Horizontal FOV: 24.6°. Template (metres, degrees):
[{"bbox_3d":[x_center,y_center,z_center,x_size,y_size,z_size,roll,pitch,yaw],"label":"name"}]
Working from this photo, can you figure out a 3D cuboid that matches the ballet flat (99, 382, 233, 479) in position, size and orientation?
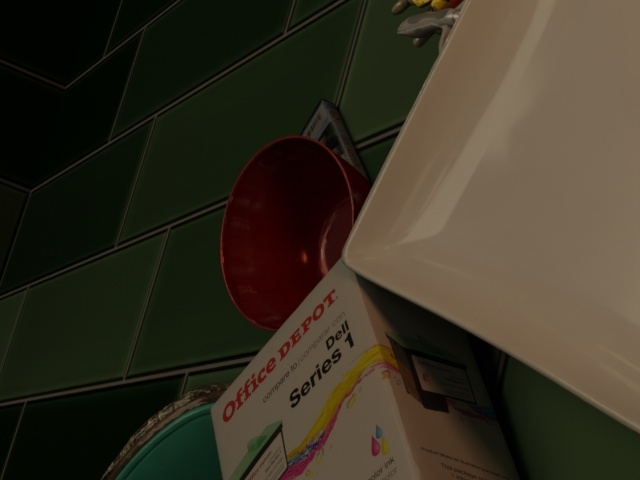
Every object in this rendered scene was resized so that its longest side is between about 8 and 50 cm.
[{"bbox_3d":[-0.173,0.335,1.435,0.182,0.164,0.483,-83,17,-80],"label":"ballet flat"}]

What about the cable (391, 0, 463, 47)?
[{"bbox_3d":[0.169,-0.286,1.318,0.287,0.072,0.139,-51,34,34],"label":"cable"}]

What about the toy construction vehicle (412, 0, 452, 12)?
[{"bbox_3d":[0.133,-0.215,1.298,0.098,0.035,0.086,43,112,29],"label":"toy construction vehicle"}]

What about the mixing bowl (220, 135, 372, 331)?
[{"bbox_3d":[0.000,0.000,1.366,0.181,0.098,0.182,-12,73,45],"label":"mixing bowl"}]

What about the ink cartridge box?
[{"bbox_3d":[0.032,0.179,1.096,0.201,0.117,0.278,-49,35,27],"label":"ink cartridge box"}]

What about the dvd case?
[{"bbox_3d":[-0.011,-0.020,1.539,0.180,0.022,0.253,-59,25,22],"label":"dvd case"}]

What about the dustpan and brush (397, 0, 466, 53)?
[{"bbox_3d":[0.132,-0.183,1.226,0.147,0.060,0.211,-57,17,-18],"label":"dustpan and brush"}]

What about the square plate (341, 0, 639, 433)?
[{"bbox_3d":[0.199,-0.077,0.988,0.347,0.049,0.344,29,93,49],"label":"square plate"}]
